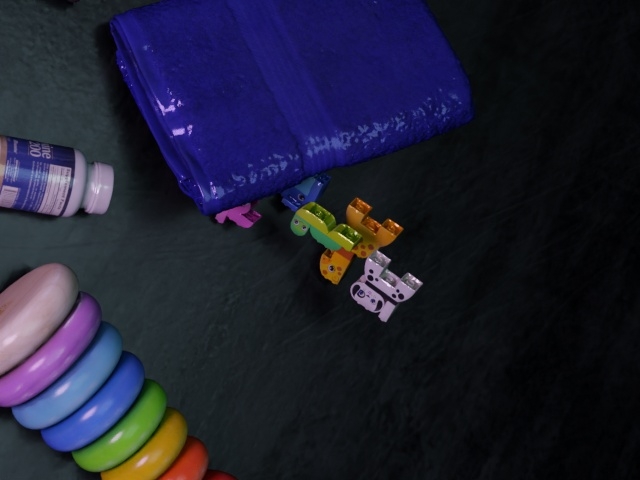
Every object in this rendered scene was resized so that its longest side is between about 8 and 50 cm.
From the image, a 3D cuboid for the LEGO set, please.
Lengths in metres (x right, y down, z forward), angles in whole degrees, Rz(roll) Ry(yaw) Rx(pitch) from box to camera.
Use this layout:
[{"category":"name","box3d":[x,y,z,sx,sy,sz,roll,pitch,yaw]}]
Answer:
[{"category":"LEGO set","box3d":[0.000,0.000,1.764,0.227,0.093,0.087,35,37,11]}]

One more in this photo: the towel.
[{"category":"towel","box3d":[-0.026,-0.160,1.741,0.308,0.076,0.227,-20,72,-18]}]

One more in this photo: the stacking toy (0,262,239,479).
[{"category":"stacking toy","box3d":[-0.185,0.181,1.668,0.141,0.141,0.330,-46,108,-17]}]

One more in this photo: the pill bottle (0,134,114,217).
[{"category":"pill bottle","box3d":[-0.258,-0.058,1.677,0.120,0.067,0.067,10,84,-21]}]

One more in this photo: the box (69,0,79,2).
[{"category":"box","box3d":[-0.294,-0.356,1.683,0.231,0.056,0.183,24,79,-19]}]
